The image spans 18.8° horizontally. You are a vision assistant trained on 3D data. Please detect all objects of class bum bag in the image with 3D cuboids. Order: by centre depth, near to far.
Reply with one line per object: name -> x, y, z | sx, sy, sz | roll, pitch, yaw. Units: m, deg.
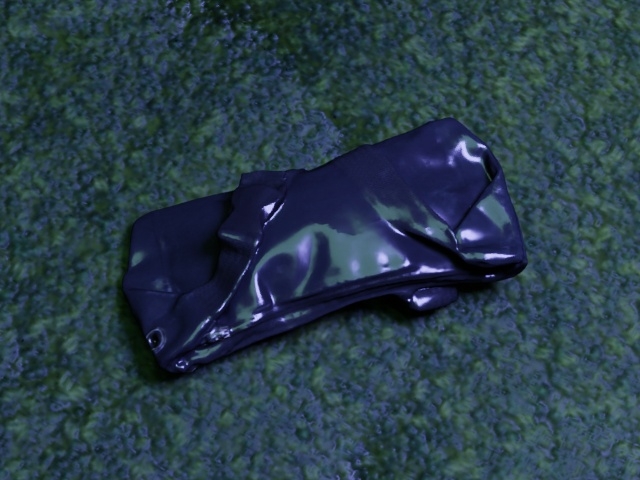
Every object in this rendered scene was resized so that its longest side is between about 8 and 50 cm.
bum bag -> 0.000, 0.000, 1.197 | 0.248, 0.060, 0.123 | -15, 61, -12
